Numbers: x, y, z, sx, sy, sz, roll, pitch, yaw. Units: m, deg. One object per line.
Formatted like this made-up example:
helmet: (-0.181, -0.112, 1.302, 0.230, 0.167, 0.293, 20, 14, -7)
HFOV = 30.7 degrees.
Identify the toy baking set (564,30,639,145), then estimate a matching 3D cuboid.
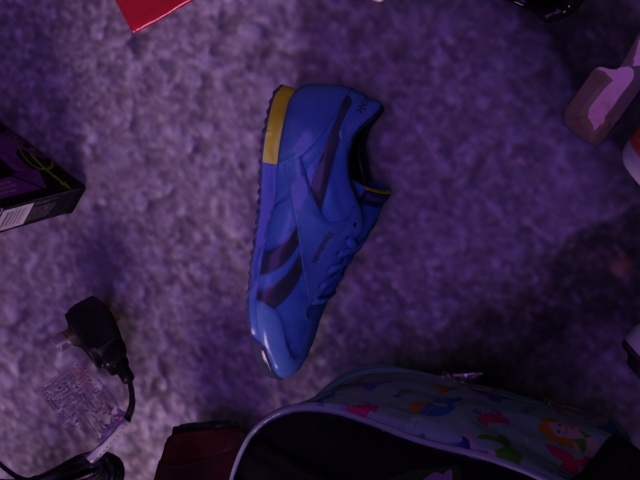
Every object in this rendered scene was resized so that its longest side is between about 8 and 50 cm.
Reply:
toy baking set: (0.277, -0.116, 0.687, 0.256, 0.030, 0.196, 7, 104, 17)

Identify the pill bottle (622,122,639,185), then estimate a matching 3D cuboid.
pill bottle: (0.271, -0.099, 0.614, 0.124, 0.124, 0.221, 35, 112, 9)

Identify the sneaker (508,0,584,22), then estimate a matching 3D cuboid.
sneaker: (0.096, -0.186, 0.668, 0.170, 0.074, 0.063, 36, 128, -21)

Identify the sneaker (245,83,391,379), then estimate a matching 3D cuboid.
sneaker: (0.000, 0.000, 0.786, 0.082, 0.069, 0.209, 10, 104, 13)

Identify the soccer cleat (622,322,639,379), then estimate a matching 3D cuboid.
soccer cleat: (0.327, 0.140, 0.692, 0.318, 0.108, 0.116, 45, 98, 4)

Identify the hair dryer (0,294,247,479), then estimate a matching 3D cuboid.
hair dryer: (-0.143, 0.209, 0.854, 0.293, 0.080, 0.223, 44, 94, 18)

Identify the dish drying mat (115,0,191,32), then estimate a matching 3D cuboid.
dish drying mat: (-0.104, -0.177, 0.815, 0.083, 0.008, 0.032, -25, 93, 21)

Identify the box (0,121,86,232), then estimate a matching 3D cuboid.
box: (-0.261, -0.068, 0.833, 0.162, 0.116, 0.029, 35, 108, 8)

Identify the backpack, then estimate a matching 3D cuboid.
backpack: (0.070, 0.194, 0.736, 0.254, 0.191, 0.225, 11, 107, 23)
